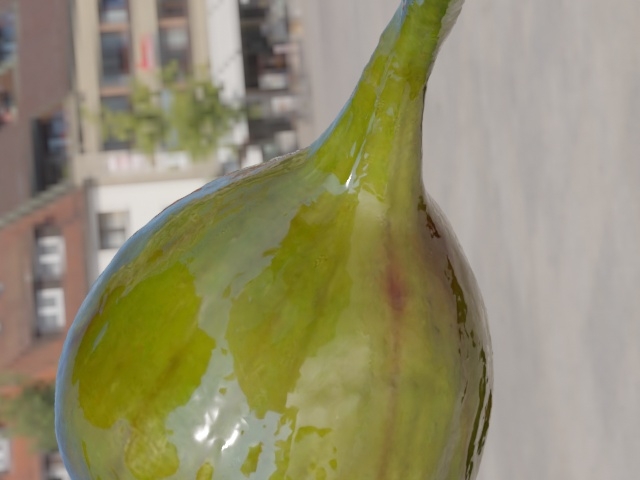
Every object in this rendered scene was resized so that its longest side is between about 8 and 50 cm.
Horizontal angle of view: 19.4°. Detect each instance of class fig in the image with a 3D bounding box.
[{"bbox_3d":[0.000,0.000,0.496,0.124,0.124,0.236,-96,17,-46],"label":"fig"}]
